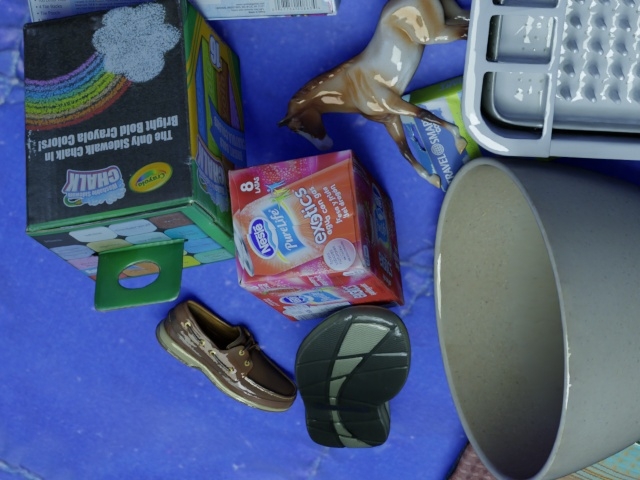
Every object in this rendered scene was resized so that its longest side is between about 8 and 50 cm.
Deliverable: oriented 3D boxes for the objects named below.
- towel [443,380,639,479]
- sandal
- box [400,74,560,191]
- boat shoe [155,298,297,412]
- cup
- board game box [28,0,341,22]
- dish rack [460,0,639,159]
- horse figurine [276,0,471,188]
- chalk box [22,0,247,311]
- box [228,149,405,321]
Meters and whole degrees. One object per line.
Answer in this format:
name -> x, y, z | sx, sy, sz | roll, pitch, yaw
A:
towel -> 0.333, 0.297, 2.215 | 0.370, 0.040, 0.271 | 20, 137, -3
sandal -> 0.031, 0.140, 2.149 | 0.120, 0.086, 0.303 | 9, 152, 0
box -> 0.172, -0.121, 2.031 | 0.178, 0.042, 0.109 | -17, 116, 18
boat shoe -> -0.098, 0.130, 2.213 | 0.178, 0.064, 0.060 | 34, 122, -7
cup -> 0.283, 0.068, 1.995 | 0.237, 0.331, 0.331 | -7, 123, -18
board game box -> -0.151, -0.370, 1.926 | 0.319, 0.066, 0.318 | -1, 120, 10
dish rack -> 0.303, -0.219, 1.885 | 0.333, 0.072, 0.285 | 3, 110, -6
horse figurine -> 0.097, -0.178, 1.973 | 0.174, 0.066, 0.263 | 34, 106, 5
chalk box -> -0.180, -0.067, 1.958 | 0.180, 0.289, 0.179 | -9, 161, 15
box -> 0.000, 0.000, 1.997 | 0.128, 0.257, 0.122 | -9, 78, 10
